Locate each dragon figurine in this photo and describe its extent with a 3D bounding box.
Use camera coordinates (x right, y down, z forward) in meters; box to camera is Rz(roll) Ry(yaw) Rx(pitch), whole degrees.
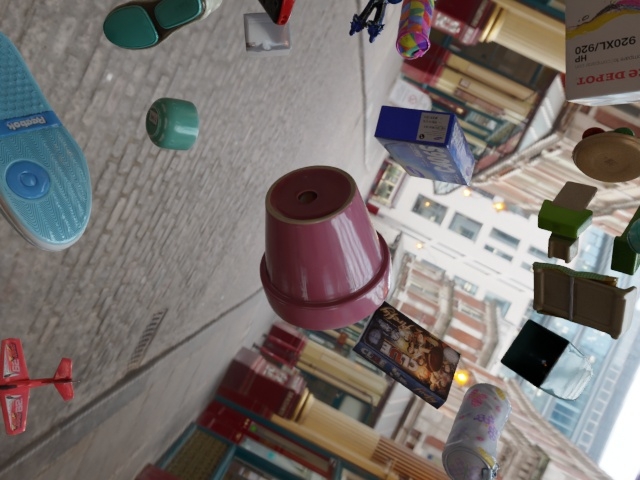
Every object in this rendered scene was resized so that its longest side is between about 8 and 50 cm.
[{"bbox_3d":[0.160,-0.579,1.212,0.289,0.085,0.144,-55,-166,38],"label":"dragon figurine"}]

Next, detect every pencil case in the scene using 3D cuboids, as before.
[{"bbox_3d":[0.278,-0.627,1.588,0.104,0.104,0.237,113,-6,-54],"label":"pencil case"},{"bbox_3d":[0.380,0.460,1.319,0.273,0.124,0.114,-40,116,-57],"label":"pencil case"}]

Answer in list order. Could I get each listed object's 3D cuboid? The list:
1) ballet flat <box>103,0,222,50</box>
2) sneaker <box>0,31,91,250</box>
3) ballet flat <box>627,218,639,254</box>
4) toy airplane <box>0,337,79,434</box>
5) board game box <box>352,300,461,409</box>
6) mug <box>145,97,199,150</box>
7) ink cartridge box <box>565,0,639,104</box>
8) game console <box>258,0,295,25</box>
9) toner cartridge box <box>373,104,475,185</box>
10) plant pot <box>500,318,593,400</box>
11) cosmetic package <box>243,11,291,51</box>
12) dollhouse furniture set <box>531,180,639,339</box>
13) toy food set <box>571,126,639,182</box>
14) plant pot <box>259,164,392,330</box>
[{"bbox_3d":[-0.185,-0.266,0.652,0.052,0.168,0.057,-51,131,-49],"label":"ballet flat"},{"bbox_3d":[-0.439,-0.107,0.750,0.208,0.319,0.127,-29,175,39],"label":"sneaker"},{"bbox_3d":[0.607,-0.032,0.865,0.247,0.083,0.087,-16,170,-17],"label":"ballet flat"},{"bbox_3d":[-0.452,0.222,0.858,0.151,0.151,0.028,-63,-174,-4],"label":"toy airplane"},{"bbox_3d":[0.213,0.270,1.325,0.042,0.243,0.165,-57,177,42],"label":"board game box"},{"bbox_3d":[-0.392,-0.292,1.400,0.097,0.130,0.157,-2,163,-44],"label":"mug"},{"bbox_3d":[0.464,-0.321,0.787,0.168,0.171,0.233,-11,100,-46],"label":"ink cartridge box"},{"bbox_3d":[-0.121,-0.690,1.099,0.060,0.387,0.342,-18,154,-26],"label":"game console"},{"bbox_3d":[0.257,-0.215,1.293,0.347,0.165,0.075,20,85,-66],"label":"toner cartridge box"},{"bbox_3d":[0.723,0.390,1.698,0.166,0.234,0.165,-56,-151,1],"label":"plant pot"},{"bbox_3d":[-0.149,-0.574,1.541,0.238,0.127,0.107,-121,-154,-76],"label":"cosmetic package"},{"bbox_3d":[0.566,0.037,1.138,0.151,0.197,0.302,-45,137,-28],"label":"dollhouse furniture set"},{"bbox_3d":[0.318,-0.093,0.597,0.083,0.082,0.020,110,4,-67],"label":"toy food set"},{"bbox_3d":[0.000,0.000,0.802,0.180,0.201,0.201,79,30,-42],"label":"plant pot"}]
